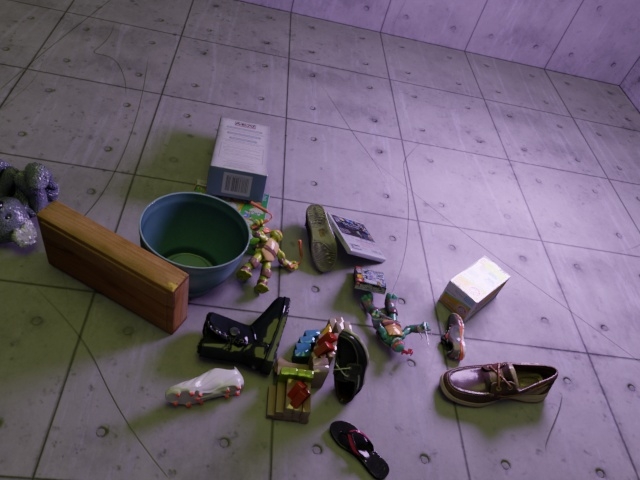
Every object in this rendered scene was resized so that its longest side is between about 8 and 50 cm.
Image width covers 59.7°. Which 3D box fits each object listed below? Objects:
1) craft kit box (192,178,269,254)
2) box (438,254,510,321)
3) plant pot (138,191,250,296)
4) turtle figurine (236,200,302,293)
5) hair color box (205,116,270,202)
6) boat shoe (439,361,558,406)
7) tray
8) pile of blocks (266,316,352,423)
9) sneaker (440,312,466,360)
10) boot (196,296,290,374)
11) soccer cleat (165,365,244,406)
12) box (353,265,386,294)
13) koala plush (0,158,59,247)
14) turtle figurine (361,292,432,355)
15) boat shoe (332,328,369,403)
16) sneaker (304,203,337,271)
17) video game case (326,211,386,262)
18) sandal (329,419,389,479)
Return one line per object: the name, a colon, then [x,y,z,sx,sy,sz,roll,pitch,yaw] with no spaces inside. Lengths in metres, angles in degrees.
craft kit box: [-0.301,-0.078,1.790,0.250,0.060,0.246,11,47,-7]
box: [0.493,0.152,1.789,0.203,0.103,0.114,-27,59,-36]
plant pot: [-0.360,0.033,1.554,0.293,0.196,0.293,12,41,-11]
turtle figurine: [-0.170,0.032,1.657,0.087,0.269,0.217,-6,45,38]
hair color box: [-0.275,-0.284,1.912,0.186,0.113,0.374,9,35,-10]
boat shoe: [0.502,0.382,1.552,0.343,0.123,0.123,6,46,-13]
tray: [-0.537,0.074,1.453,0.411,0.202,0.076,28,49,10]
pile of blocks: [-0.029,0.305,1.462,0.149,0.112,0.362,27,44,8]
sneaker: [0.390,0.281,1.664,0.065,0.061,0.157,6,45,-4]
boot: [-0.202,0.225,1.494,0.207,0.094,0.246,20,50,-4]
soccer cleat: [-0.285,0.355,1.367,0.197,0.068,0.076,-1,42,-29]
box: [0.150,0.121,1.715,0.094,0.027,0.137,13,16,-2]
koala plush: [-0.851,-0.088,1.558,0.197,0.203,0.221,8,66,2]
turtle figurine: [0.205,0.242,1.599,0.175,0.118,0.234,17,24,-27]
boat shoe: [0.070,0.318,1.400,0.084,0.232,0.079,22,45,29]
sneaker: [0.000,0.000,1.800,0.083,0.118,0.221,-7,78,-7]
video game case: [0.115,-0.009,1.821,0.191,0.022,0.173,15,36,-46]
sandal: [0.100,0.502,1.362,0.179,0.040,0.067,40,48,20]
